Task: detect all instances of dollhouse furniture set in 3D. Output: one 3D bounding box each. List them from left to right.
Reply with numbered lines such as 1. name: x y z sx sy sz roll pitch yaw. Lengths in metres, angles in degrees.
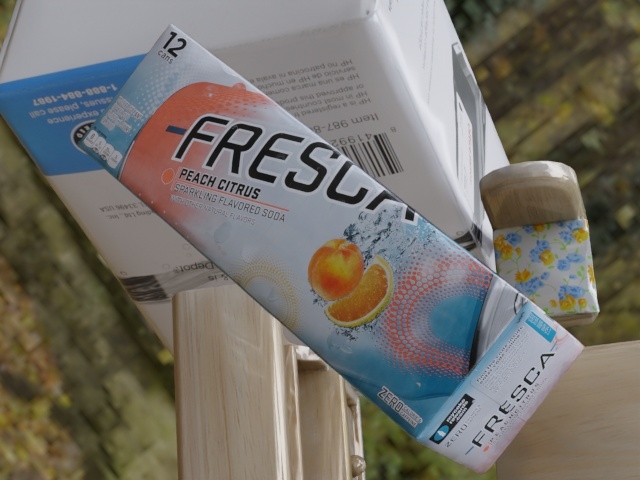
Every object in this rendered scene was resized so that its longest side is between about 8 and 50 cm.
1. dollhouse furniture set: 0.130 0.123 1.123 0.256 0.394 0.362 55 29 -67

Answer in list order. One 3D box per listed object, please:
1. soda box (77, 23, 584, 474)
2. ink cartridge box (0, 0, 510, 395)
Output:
1. soda box: 0.000 0.000 0.601 0.183 0.058 0.063 39 2 32
2. ink cartridge box: -0.023 -0.057 1.320 0.395 0.285 0.166 61 27 -45
